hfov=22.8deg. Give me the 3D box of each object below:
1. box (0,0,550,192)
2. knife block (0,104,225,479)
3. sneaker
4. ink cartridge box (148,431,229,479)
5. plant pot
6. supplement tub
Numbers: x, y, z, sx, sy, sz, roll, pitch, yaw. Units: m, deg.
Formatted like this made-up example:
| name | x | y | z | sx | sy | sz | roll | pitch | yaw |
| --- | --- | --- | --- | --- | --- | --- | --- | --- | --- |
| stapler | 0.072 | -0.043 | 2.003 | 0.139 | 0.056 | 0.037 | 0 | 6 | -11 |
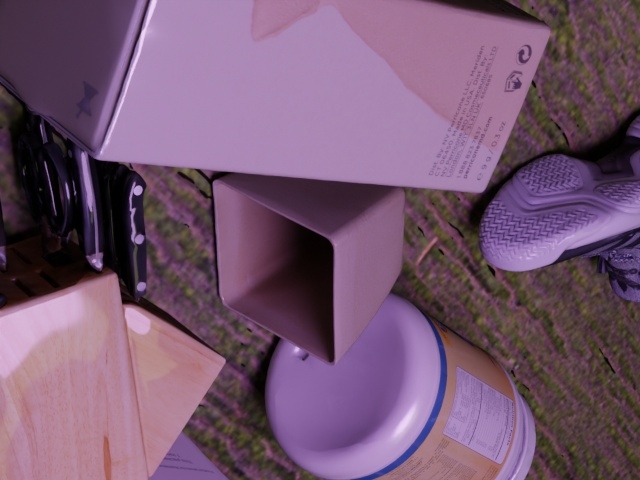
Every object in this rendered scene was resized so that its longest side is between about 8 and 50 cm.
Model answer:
| name | x | y | z | sx | sy | sz | roll | pitch | yaw |
| --- | --- | --- | --- | --- | --- | --- | --- | --- | --- |
| box | -0.027 | -0.117 | 0.940 | 0.311 | 0.148 | 0.121 | 2 | 116 | -45 |
| knife block | -0.190 | 0.063 | 0.939 | 0.242 | 0.088 | 0.276 | 34 | 88 | -37 |
| sneaker | 0.239 | -0.002 | 1.301 | 0.268 | 0.101 | 0.153 | -27 | 132 | -30 |
| ink cartridge box | -0.108 | 0.268 | 1.048 | 0.114 | 0.273 | 0.198 | 14 | 109 | -47 |
| plant pot | 0.000 | 0.000 | 1.088 | 0.096 | 0.109 | 0.109 | -35 | 139 | -36 |
| supplement tub | 0.066 | 0.131 | 1.208 | 0.144 | 0.144 | 0.199 | -54 | 140 | 3 |
